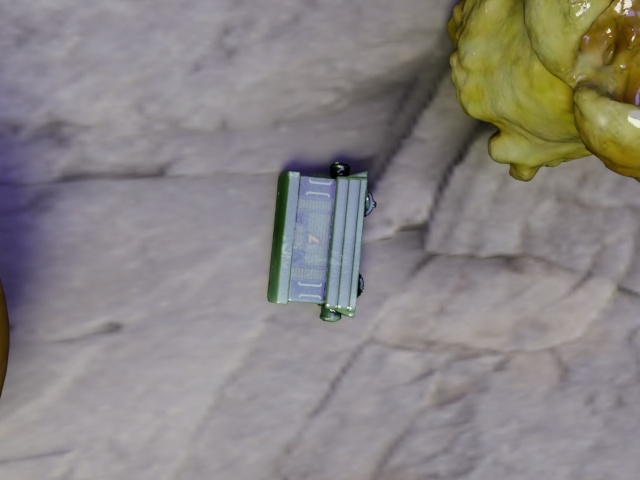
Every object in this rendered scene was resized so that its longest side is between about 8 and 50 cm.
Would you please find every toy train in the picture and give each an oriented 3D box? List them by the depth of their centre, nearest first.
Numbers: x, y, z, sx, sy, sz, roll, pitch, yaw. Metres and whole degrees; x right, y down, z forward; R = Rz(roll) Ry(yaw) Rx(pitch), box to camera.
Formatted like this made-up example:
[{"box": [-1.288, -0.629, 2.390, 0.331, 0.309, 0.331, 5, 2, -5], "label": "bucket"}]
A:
[{"box": [0.000, 0.000, 0.583, 0.056, 0.038, 0.093, 6, 89, -7], "label": "toy train"}]

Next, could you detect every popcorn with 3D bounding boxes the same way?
[{"box": [0.164, -0.099, 0.540, 0.169, 0.195, 0.173, 9, 94, -12], "label": "popcorn"}]

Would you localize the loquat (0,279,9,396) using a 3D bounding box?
[{"box": [-0.256, 0.044, 0.425, 0.235, 0.235, 0.234, 0, 90, -13], "label": "loquat"}]
